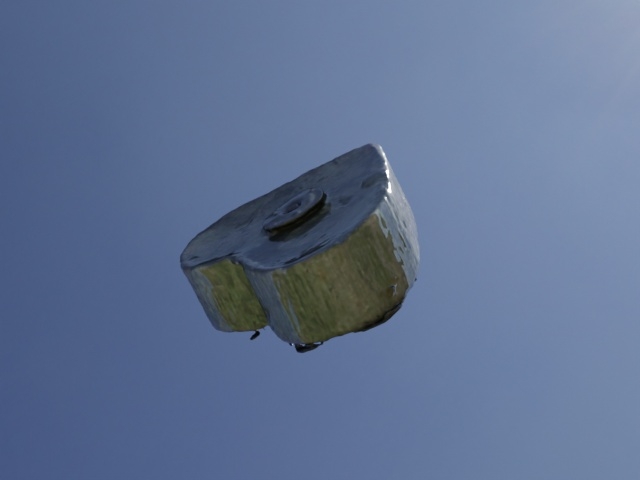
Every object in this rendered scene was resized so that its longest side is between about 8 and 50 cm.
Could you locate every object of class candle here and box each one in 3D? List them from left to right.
[{"bbox_3d":[0.000,0.000,0.602,0.168,0.192,0.068,-41,-66,-32],"label":"candle"}]
